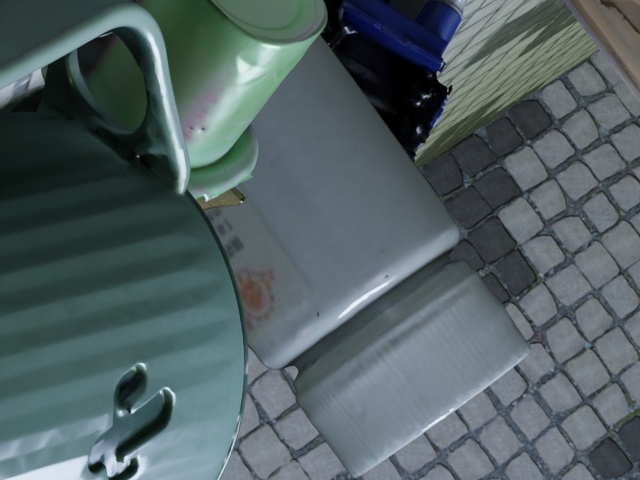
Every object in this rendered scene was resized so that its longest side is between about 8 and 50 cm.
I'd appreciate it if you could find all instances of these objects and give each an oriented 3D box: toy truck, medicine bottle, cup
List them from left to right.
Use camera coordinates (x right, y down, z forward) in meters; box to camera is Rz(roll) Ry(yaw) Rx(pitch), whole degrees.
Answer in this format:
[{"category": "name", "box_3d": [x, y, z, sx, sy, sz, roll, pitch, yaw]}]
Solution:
[{"category": "cup", "box_3d": [-0.256, 0.041, 1.069, 0.310, 0.401, 0.392, -1, -176, 23]}, {"category": "medicine bottle", "box_3d": [0.000, 0.000, 1.570, 0.211, 0.371, 0.211, -35, 176, -3]}, {"category": "toy truck", "box_3d": [0.063, -0.184, 1.731, 0.177, 0.161, 0.213, -59, -179, -13]}]

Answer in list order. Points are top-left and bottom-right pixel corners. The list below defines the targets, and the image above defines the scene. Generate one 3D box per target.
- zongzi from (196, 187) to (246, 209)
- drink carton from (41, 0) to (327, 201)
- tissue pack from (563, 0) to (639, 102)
[{"category": "zongzi", "box_3d": [-0.135, -0.009, 1.341, 0.081, 0.178, 0.189, -43, -151, 38]}, {"category": "drink carton", "box_3d": [-0.078, -0.130, 1.240, 0.142, 0.146, 0.144, -50, 168, 35]}, {"category": "tissue pack", "box_3d": [0.323, -0.265, 1.643, 0.238, 0.305, 0.238, -35, 176, -3]}]
